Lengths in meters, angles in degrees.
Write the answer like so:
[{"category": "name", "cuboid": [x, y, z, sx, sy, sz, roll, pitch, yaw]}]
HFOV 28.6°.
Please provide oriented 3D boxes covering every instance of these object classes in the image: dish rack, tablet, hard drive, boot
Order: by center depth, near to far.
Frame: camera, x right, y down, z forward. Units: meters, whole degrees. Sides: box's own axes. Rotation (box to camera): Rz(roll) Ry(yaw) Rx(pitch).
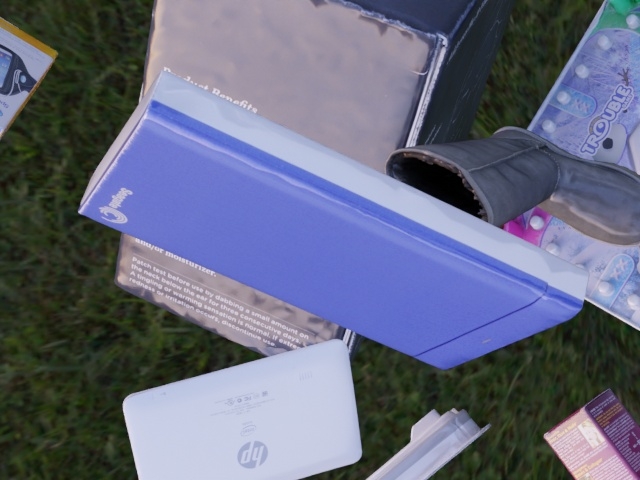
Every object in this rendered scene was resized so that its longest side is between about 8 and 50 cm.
[{"category": "tablet", "cuboid": [-0.027, 0.069, 0.457, 0.083, 0.006, 0.054, -14, 115, -13]}, {"category": "hard drive", "cuboid": [0.000, 0.000, 0.901, 0.319, 0.210, 0.040, 24, 66, -14]}, {"category": "boot", "cuboid": [0.174, -0.038, 1.035, 0.190, 0.208, 0.076, 24, 105, 22]}, {"category": "dish rack", "cuboid": [0.085, 0.340, 1.739, 0.333, 0.285, 0.072, -38, 78, -3]}]

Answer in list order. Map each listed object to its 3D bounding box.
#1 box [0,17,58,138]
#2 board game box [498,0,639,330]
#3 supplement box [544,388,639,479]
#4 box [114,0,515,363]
[{"category": "box", "cuboid": [-0.221, -0.103, 0.782, 0.081, 0.136, 0.028, 31, 121, -12]}, {"category": "board game box", "cuboid": [0.400, -0.098, 1.385, 0.390, 0.050, 0.390, 33, 93, 36]}, {"category": "supplement box", "cuboid": [0.228, 0.169, 0.994, 0.083, 0.043, 0.055, 55, 136, 13]}, {"category": "box", "cuboid": [0.023, -0.192, 1.418, 0.297, 0.480, 0.471, 24, 132, 7]}]
